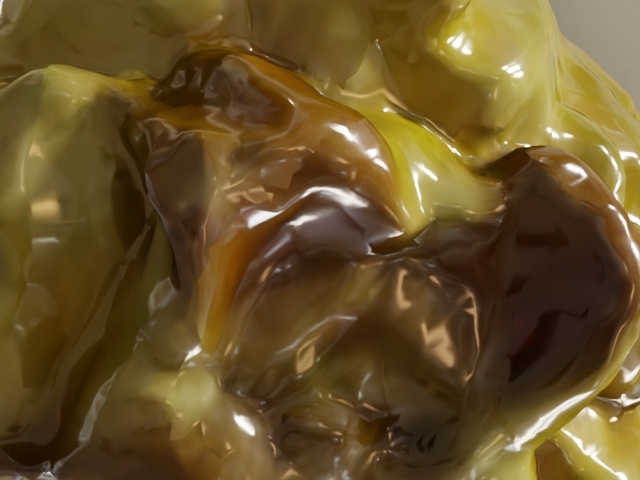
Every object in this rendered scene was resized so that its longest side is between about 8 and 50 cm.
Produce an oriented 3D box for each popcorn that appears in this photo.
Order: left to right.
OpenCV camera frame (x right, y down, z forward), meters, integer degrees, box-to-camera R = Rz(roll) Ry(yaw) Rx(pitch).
[{"bbox_3d":[0.000,0.000,0.650,0.264,0.332,0.225,23,-93,1],"label":"popcorn"}]
